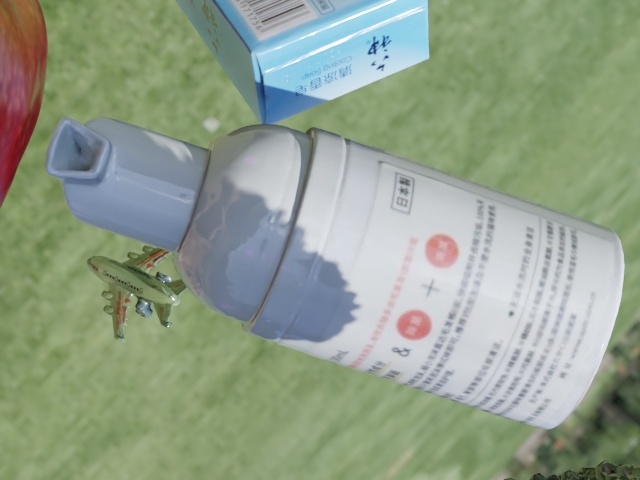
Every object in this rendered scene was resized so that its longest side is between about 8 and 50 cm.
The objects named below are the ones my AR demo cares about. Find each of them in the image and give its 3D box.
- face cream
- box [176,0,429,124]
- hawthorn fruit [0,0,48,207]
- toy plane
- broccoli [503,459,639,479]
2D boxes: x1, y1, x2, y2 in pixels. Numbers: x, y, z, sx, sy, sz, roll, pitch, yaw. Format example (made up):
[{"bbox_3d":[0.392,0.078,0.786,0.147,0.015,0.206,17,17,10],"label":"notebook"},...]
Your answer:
[{"bbox_3d":[0.000,0.000,1.200,0.145,0.370,0.145,-160,-90,-81],"label":"face cream"},{"bbox_3d":[-0.032,-0.207,1.404,0.143,0.232,0.083,-24,141,-14],"label":"box"},{"bbox_3d":[-0.228,-0.040,0.849,0.208,0.208,0.248,-25,128,-62],"label":"hawthorn fruit"},{"bbox_3d":[-0.154,0.037,1.554,0.102,0.111,0.040,-56,138,-18],"label":"toy plane"},{"bbox_3d":[0.141,0.203,0.839,0.288,0.235,0.260,-13,-161,28],"label":"broccoli"}]
